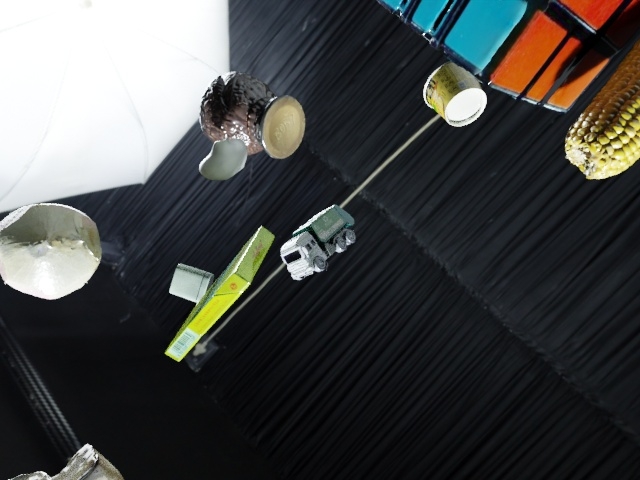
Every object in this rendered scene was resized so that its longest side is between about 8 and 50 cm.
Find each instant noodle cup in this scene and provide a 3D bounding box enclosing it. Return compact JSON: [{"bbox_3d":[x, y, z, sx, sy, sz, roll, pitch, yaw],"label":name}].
[{"bbox_3d":[0.374,-0.397,1.107,0.151,0.151,0.122,38,-149,-42],"label":"instant noodle cup"}]

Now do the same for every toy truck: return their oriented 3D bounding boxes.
[{"bbox_3d":[0.000,0.000,1.103,0.253,0.114,0.124,-39,-81,-45],"label":"toy truck"}]

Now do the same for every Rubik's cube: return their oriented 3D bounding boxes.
[{"bbox_3d":[0.281,-0.380,0.545,0.293,0.283,0.288,-6,-129,-44],"label":"Rubik's cube"}]

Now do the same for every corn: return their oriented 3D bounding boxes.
[{"bbox_3d":[0.423,-0.199,0.515,0.106,0.293,0.106,40,180,0],"label":"corn"}]

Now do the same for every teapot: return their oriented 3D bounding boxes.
[{"bbox_3d":[-0.267,-0.219,1.108,0.092,0.145,0.226,55,154,-15],"label":"teapot"}]

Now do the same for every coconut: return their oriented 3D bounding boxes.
[{"bbox_3d":[-0.640,0.025,0.955,0.227,0.227,0.230,40,162,-24],"label":"coconut"}]

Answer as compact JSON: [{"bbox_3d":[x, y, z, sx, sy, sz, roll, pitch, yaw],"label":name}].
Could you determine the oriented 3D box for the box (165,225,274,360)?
[{"bbox_3d":[-0.235,0.127,0.939,0.047,0.335,0.187,38,-149,-12],"label":"box"}]

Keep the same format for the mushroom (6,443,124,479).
[{"bbox_3d":[-0.395,0.427,0.557,0.236,0.162,0.173,-43,-53,-48],"label":"mushroom"}]

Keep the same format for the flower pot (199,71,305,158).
[{"bbox_3d":[-0.206,-0.385,1.292,0.267,0.267,0.266,26,176,33],"label":"flower pot"}]

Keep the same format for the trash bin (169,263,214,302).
[{"bbox_3d":[-0.471,0.159,1.477,0.129,0.116,0.059,18,-177,3],"label":"trash bin"}]
